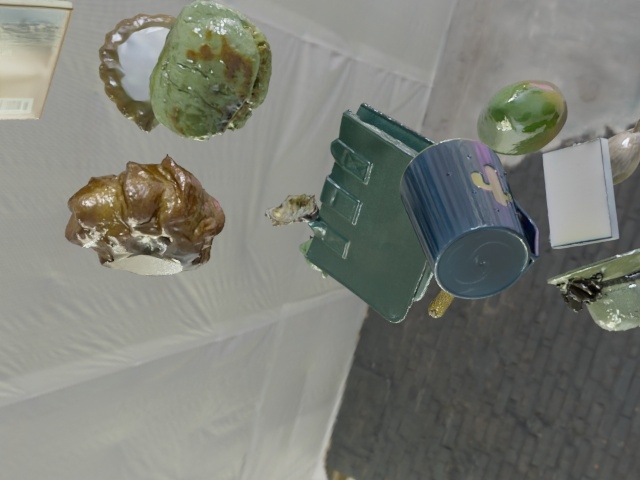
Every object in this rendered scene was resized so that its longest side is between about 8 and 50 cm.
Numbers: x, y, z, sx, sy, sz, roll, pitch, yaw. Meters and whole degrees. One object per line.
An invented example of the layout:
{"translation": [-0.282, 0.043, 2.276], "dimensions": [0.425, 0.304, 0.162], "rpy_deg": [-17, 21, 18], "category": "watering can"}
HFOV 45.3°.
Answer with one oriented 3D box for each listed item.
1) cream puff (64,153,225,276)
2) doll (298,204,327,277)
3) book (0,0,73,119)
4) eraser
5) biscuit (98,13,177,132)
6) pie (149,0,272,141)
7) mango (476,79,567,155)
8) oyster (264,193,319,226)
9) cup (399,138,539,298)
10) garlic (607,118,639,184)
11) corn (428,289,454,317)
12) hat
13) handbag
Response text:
{"translation": [-0.284, -0.031, 1.295], "dimensions": [0.269, 0.241, 0.155], "rpy_deg": [27, -130, -51], "category": "cream puff"}
{"translation": [0.000, 0.000, 1.613], "dimensions": [0.115, 0.077, 0.150], "rpy_deg": [68, -153, -43], "category": "doll"}
{"translation": [-0.653, -0.348, 1.505], "dimensions": [0.262, 0.028, 0.374], "rpy_deg": [-4, -24, -32], "category": "book"}
{"translation": [0.384, -0.068, 1.141], "dimensions": [0.023, 0.103, 0.151], "rpy_deg": [5, -102, -38], "category": "eraser"}
{"translation": [-0.428, -0.448, 2.038], "dimensions": [0.078, 0.328, 0.335], "rpy_deg": [104, 168, -80], "category": "biscuit"}
{"translation": [-0.191, -0.282, 1.322], "dimensions": [0.248, 0.201, 0.090], "rpy_deg": [-59, 3, 25], "category": "pie"}
{"translation": [0.342, -0.216, 1.307], "dimensions": [0.251, 0.156, 0.114], "rpy_deg": [27, -126, -73], "category": "mango"}
{"translation": [-0.042, -0.045, 1.166], "dimensions": [0.029, 0.086, 0.132], "rpy_deg": [61, -176, -17], "category": "oyster"}
{"translation": [0.187, -0.016, 0.900], "dimensions": [0.131, 0.176, 0.155], "rpy_deg": [-57, 24, 33], "category": "cup"}
{"translation": [0.505, -0.136, 1.323], "dimensions": [0.084, 0.152, 0.066], "rpy_deg": [44, -134, -20], "category": "garlic"}
{"translation": [0.206, 0.103, 1.300], "dimensions": [0.083, 0.028, 0.027], "rpy_deg": [-46, -32, -41], "category": "corn"}
{"translation": [0.554, 0.093, 1.386], "dimensions": [0.257, 0.257, 0.130], "rpy_deg": [12, -120, -67], "category": "hat"}
{"translation": [0.102, -0.040, 1.263], "dimensions": [0.089, 0.238, 0.327], "rpy_deg": [-35, -28, -41], "category": "handbag"}
